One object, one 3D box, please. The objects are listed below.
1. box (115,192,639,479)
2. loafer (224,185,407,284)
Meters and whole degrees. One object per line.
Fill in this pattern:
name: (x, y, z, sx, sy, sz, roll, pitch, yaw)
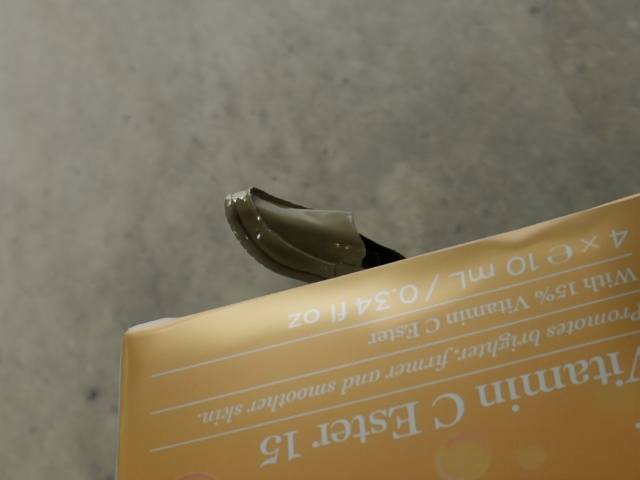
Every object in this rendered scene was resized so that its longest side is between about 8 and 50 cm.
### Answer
box: (0.057, 0.185, 0.504, 0.215, 0.168, 0.345, -15, 49, 13)
loafer: (0.000, 0.000, 0.982, 0.050, 0.148, 0.056, -44, 39, 21)
